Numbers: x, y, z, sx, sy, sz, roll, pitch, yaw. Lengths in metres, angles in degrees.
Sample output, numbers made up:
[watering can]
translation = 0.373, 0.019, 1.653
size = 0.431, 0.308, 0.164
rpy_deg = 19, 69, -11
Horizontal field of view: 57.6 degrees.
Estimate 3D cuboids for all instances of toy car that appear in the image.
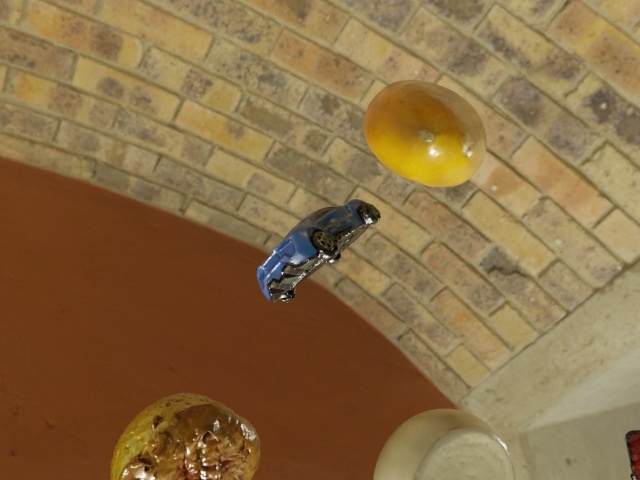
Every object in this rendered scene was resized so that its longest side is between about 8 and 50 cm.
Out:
[toy car]
translation = 0.000, 0.000, 0.708
size = 0.063, 0.103, 0.216
rpy_deg = 46, -146, 5

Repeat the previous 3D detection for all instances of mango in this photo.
[mango]
translation = 0.118, -0.120, 0.649
size = 0.145, 0.112, 0.219
rpy_deg = 30, -166, 3

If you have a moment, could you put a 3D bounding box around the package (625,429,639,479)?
[package]
translation = 0.728, 0.510, 1.151
size = 0.194, 0.071, 0.269
rpy_deg = -6, -109, 5

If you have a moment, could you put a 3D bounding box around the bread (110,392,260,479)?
[bread]
translation = -0.331, 0.533, 1.390
size = 0.204, 0.337, 0.358
rpy_deg = 19, 158, 45

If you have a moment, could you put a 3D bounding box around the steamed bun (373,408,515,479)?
[steamed bun]
translation = 0.177, 0.371, 0.894
size = 0.232, 0.145, 0.232
rpy_deg = 0, -90, -29
